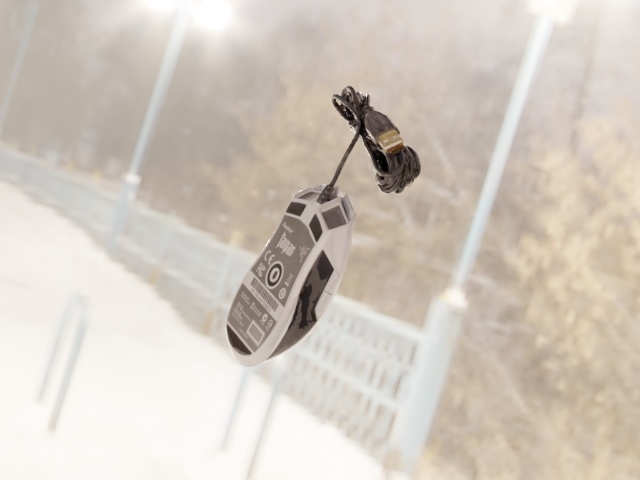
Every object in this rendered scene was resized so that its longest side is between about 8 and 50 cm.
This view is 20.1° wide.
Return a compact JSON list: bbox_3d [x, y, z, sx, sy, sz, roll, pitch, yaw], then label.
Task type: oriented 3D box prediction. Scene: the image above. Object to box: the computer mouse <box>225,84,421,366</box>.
[{"bbox_3d":[0.000,0.000,1.183,0.042,0.193,0.106,21,15,-34],"label":"computer mouse"}]
